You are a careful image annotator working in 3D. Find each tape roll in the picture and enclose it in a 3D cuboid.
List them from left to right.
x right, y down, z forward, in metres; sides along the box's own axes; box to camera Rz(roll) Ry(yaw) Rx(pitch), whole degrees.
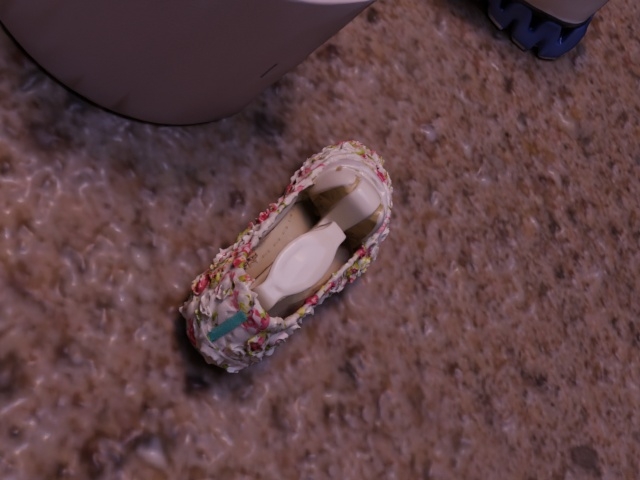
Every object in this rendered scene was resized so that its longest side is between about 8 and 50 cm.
[{"bbox_3d":[-0.084,-0.219,0.738,0.246,0.169,0.246,18,59,-32],"label":"tape roll"}]

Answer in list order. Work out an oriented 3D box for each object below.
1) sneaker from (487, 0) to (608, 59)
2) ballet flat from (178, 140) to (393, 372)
[{"bbox_3d":[0.167,-0.293,0.966,0.315,0.182,0.127,23,54,-29],"label":"sneaker"},{"bbox_3d":[0.000,0.000,0.760,0.091,0.077,0.241,47,47,-9],"label":"ballet flat"}]
